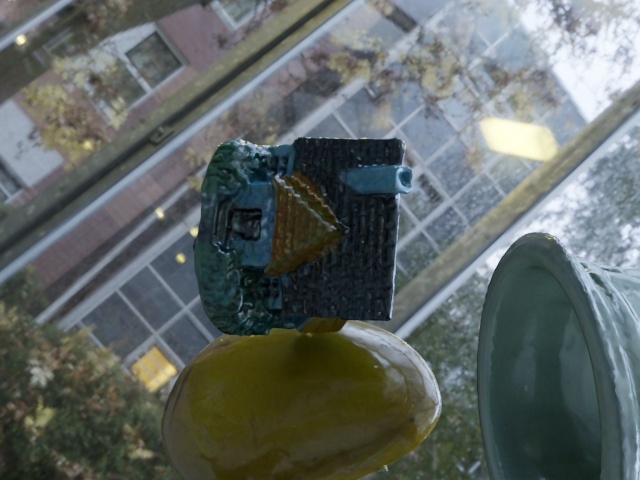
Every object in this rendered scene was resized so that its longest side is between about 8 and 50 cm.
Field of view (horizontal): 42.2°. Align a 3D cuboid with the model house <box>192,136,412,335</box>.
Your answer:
[{"bbox_3d":[0.000,0.000,1.060,0.226,0.261,0.241,4,-2,-43],"label":"model house"}]

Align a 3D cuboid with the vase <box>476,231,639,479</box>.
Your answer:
[{"bbox_3d":[0.234,0.064,0.367,0.143,0.299,0.143,179,-90,-81],"label":"vase"}]

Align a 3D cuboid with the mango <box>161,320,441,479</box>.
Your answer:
[{"bbox_3d":[-0.035,0.252,1.221,0.445,0.301,0.220,-12,-35,31],"label":"mango"}]
